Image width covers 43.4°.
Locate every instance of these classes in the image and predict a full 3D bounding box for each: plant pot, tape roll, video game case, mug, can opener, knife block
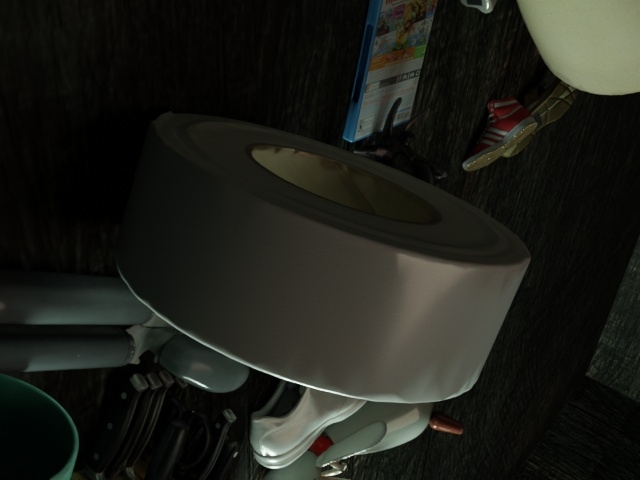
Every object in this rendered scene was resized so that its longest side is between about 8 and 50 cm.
[{"bbox_3d":[0.315,-0.338,0.910,0.274,0.256,0.256,24,93,-51],"label":"plant pot"},{"bbox_3d":[0.000,0.000,0.587,0.286,0.286,0.100,-8,122,-58],"label":"tape roll"},{"bbox_3d":[0.076,-0.192,0.837,0.119,0.015,0.166,-27,137,-48],"label":"video game case"},{"bbox_3d":[-0.238,0.147,0.493,0.129,0.158,0.097,-58,170,-73],"label":"mug"},{"bbox_3d":[-0.148,0.068,0.608,0.280,0.093,0.074,16,101,-58],"label":"can opener"},{"bbox_3d":[-0.186,0.256,0.706,0.276,0.088,0.242,-43,147,-32],"label":"knife block"}]

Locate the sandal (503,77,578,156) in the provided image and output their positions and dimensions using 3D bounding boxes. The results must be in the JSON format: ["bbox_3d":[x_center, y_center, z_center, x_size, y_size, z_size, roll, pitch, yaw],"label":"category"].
[{"bbox_3d":[0.332,-0.204,1.250,0.180,0.049,0.072,-43,144,-6],"label":"sandal"}]

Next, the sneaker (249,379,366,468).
[{"bbox_3d":[-0.004,0.177,0.976,0.212,0.080,0.094,-41,135,-34],"label":"sneaker"}]

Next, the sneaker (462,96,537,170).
[{"bbox_3d":[0.241,-0.154,1.145,0.118,0.067,0.042,-36,159,14],"label":"sneaker"}]

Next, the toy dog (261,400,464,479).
[{"bbox_3d":[0.075,0.288,1.111,0.333,0.161,0.220,-50,150,-24],"label":"toy dog"}]

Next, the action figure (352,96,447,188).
[{"bbox_3d":[0.056,-0.005,0.850,0.164,0.141,0.275,12,78,-54],"label":"action figure"}]

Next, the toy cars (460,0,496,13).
[{"bbox_3d":[0.083,-0.302,0.678,0.394,0.087,0.176,-15,116,-61],"label":"toy cars"}]
